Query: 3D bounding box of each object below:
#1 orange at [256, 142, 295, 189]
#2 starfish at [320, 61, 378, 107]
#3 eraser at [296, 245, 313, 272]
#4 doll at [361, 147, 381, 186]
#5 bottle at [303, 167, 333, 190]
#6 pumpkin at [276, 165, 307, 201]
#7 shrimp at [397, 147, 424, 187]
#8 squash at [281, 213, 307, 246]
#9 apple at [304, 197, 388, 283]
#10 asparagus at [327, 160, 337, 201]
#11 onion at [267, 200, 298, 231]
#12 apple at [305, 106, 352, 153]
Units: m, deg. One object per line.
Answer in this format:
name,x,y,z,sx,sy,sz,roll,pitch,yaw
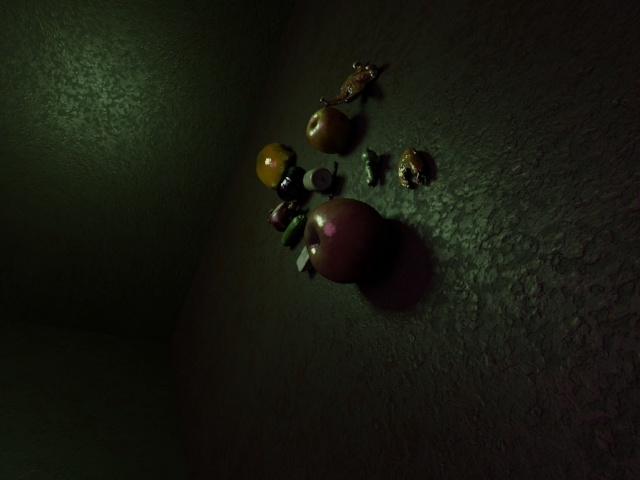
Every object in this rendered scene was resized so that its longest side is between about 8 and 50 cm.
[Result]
orange,-0.292,-0.462,2.522,0.334,0.196,0.262,60,139,46
starfish,0.135,-0.720,1.920,0.303,0.113,0.312,-46,21,-4
eraser,0.000,0.000,1.829,0.352,0.061,0.089,-58,31,26
doll,0.206,-0.294,1.641,0.115,0.078,0.150,65,-156,-76
bottle,-0.023,-0.292,1.974,0.233,0.110,0.110,-159,88,-74
pumpkin,-0.147,-0.298,2.180,0.202,0.140,0.202,-50,15,18
shrimp,0.319,-0.246,1.434,0.187,0.052,0.132,-101,21,-51
squash,-0.138,-0.050,2.087,0.219,0.077,0.068,-51,43,30
apple,0.077,-0.003,1.474,0.345,0.269,0.344,-36,46,48
asparagus,0.054,-0.269,1.930,0.023,0.022,0.233,0,69,26
onion,-0.172,-0.129,2.144,0.198,0.135,0.173,-28,28,34
apple,0.042,-0.515,1.922,0.211,0.188,0.211,-32,49,46
